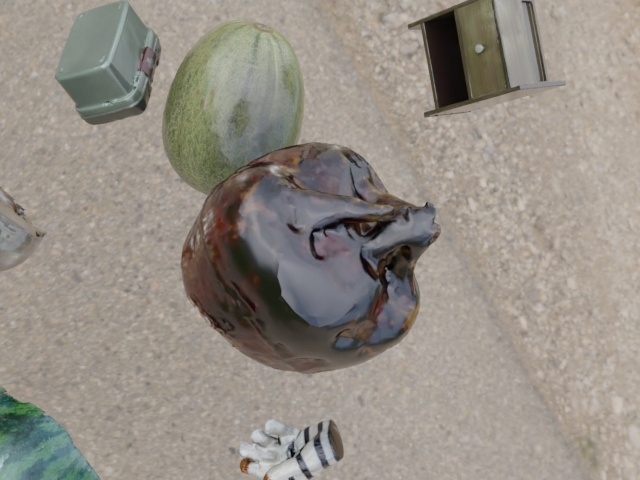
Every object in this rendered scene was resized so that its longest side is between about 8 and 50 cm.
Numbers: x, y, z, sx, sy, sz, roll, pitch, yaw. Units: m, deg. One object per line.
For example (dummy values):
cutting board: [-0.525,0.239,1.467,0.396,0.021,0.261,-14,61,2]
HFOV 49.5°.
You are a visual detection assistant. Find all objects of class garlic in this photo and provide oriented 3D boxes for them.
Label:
garlic: [-0.610,-0.047,1.219,0.292,0.210,0.237,39,34,-51]

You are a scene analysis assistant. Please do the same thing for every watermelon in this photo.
watermelon: [-0.465,0.350,1.065,0.292,0.222,0.319,47,15,-5]

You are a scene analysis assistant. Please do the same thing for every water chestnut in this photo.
water chestnut: [-0.009,0.024,0.783,0.289,0.244,0.288,-4,101,-23]

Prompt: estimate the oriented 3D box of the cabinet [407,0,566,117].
cabinet: [0.288,-0.330,1.230,0.148,0.215,0.174,-15,95,-40]

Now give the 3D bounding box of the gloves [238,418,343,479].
gloves: [-0.068,0.474,1.538,0.131,0.219,0.140,53,18,-52]

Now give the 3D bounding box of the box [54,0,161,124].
box: [-0.388,-0.327,1.277,0.129,0.148,0.210,58,27,-50]

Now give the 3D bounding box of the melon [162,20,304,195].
melon: [-0.152,-0.228,1.246,0.249,0.329,0.248,15,30,-9]
